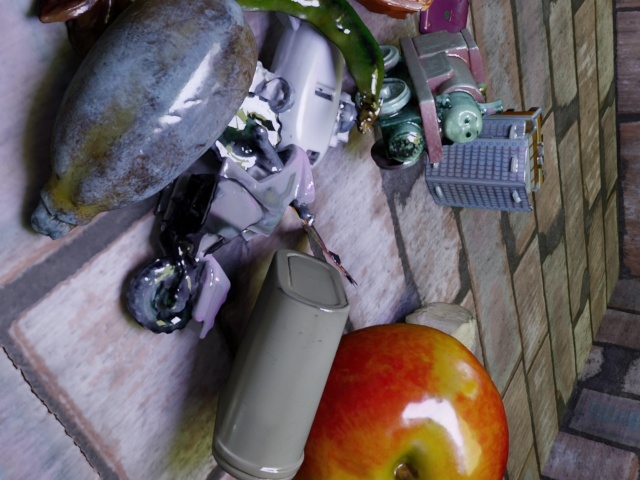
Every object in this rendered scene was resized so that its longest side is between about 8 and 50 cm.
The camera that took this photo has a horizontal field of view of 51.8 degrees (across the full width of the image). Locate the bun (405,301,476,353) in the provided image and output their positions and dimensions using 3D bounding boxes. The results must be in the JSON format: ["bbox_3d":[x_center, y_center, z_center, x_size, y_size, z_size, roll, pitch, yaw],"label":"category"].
[{"bbox_3d":[0.221,0.251,1.389,0.259,0.152,0.259,-41,141,-45],"label":"bun"}]

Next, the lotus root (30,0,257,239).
[{"bbox_3d":[-0.191,-0.133,0.703,0.158,0.140,0.322,42,76,-31],"label":"lotus root"}]

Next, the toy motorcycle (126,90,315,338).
[{"bbox_3d":[-0.114,-0.021,0.854,0.188,0.143,0.327,23,92,-41],"label":"toy motorcycle"}]

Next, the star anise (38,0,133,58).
[{"bbox_3d":[-0.241,-0.278,0.705,0.168,0.057,0.167,-13,107,-52],"label":"star anise"}]

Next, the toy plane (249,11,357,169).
[{"bbox_3d":[-0.032,-0.224,0.954,0.267,0.123,0.266,-14,108,-50],"label":"toy plane"}]

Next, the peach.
[{"bbox_3d":[0.116,0.311,1.088,0.388,0.388,0.388,-16,110,-52],"label":"peach"}]

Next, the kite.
[{"bbox_3d":[0.000,0.000,0.999,0.014,0.183,0.241,-39,175,2],"label":"kite"}]

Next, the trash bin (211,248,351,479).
[{"bbox_3d":[-0.052,0.158,0.892,0.243,0.121,0.247,-108,-143,-75],"label":"trash bin"}]

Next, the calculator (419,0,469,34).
[{"bbox_3d":[0.270,-0.478,1.405,0.190,0.034,0.126,3,97,-54],"label":"calculator"}]

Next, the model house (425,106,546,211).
[{"bbox_3d":[0.379,-0.174,1.456,0.215,0.224,0.198,-43,130,-42],"label":"model house"}]

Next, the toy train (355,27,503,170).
[{"bbox_3d":[0.175,-0.241,1.106,0.304,0.222,0.150,-92,168,-50],"label":"toy train"}]

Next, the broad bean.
[{"bbox_3d":[-0.017,-0.275,0.859,0.292,0.049,0.144,37,67,-15],"label":"broad bean"}]

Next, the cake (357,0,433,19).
[{"bbox_3d":[0.089,-0.449,1.096,0.287,0.135,0.098,10,103,-46],"label":"cake"}]
